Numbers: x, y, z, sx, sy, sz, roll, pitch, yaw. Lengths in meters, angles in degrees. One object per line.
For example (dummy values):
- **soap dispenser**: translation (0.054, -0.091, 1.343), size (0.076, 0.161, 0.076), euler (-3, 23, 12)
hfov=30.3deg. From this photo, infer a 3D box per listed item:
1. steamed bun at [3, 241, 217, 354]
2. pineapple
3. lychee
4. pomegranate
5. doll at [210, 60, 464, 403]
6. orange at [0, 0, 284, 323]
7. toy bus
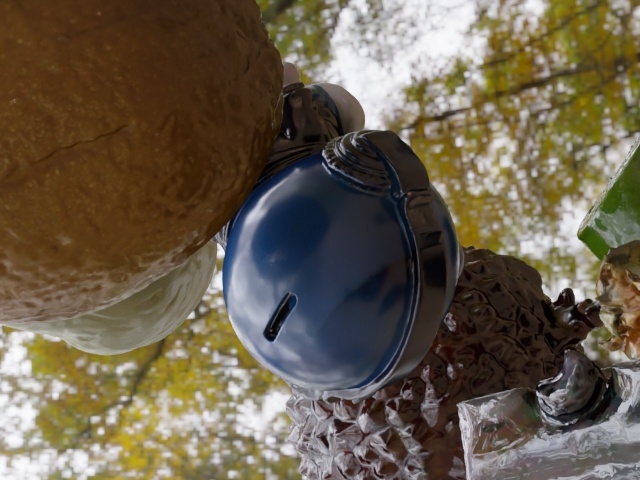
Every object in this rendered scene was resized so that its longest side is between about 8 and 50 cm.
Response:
- **steamed bun**: translation (-0.335, -0.057, 1.506), size (0.290, 0.371, 0.456), euler (-54, -24, 5)
- **pineapple**: translation (0.371, 0.047, 1.072), size (0.186, 0.236, 0.114), euler (-69, -27, -50)
- **lychee**: translation (0.188, 0.202, 1.617), size (0.424, 0.500, 0.424), euler (49, -154, -34)
- **pomegranate**: translation (0.412, -0.059, 1.338), size (0.241, 0.159, 0.190), euler (-61, -9, 9)
- **doll**: translation (0.000, 0.000, 1.134), size (0.240, 0.284, 0.310), euler (-14, -127, -42)
- **orange**: translation (-0.208, -0.105, 0.925), size (0.322, 0.357, 0.322), euler (-24, -90, -88)
- **toy bus**: translation (0.245, 0.128, 0.747), size (0.112, 0.317, 0.138), euler (24, -126, -46)
